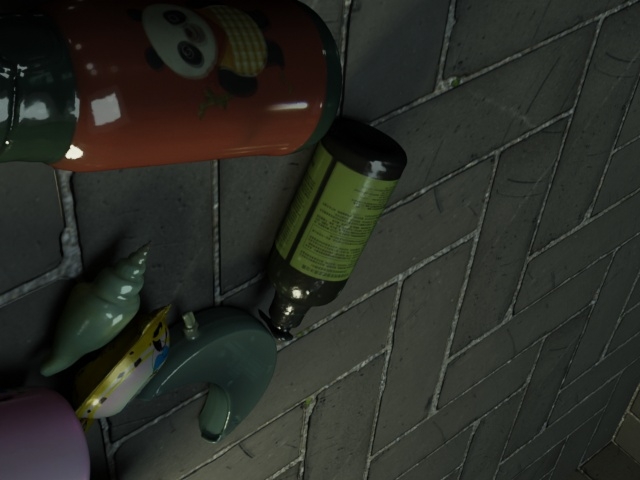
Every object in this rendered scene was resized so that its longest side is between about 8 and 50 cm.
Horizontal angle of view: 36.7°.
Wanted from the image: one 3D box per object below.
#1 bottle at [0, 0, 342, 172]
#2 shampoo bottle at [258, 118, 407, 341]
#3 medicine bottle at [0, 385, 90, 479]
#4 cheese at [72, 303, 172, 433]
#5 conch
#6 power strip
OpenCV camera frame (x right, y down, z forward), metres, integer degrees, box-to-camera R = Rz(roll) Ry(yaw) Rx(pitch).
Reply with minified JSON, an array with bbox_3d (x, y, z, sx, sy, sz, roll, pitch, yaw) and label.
[{"bbox_3d":[-0.145,-0.124,0.781,0.336,0.144,0.144,-13,135,-42],"label":"bottle"},{"bbox_3d":[0.000,0.000,1.133,0.101,0.101,0.284,-5,129,-48],"label":"shampoo bottle"},{"bbox_3d":[-0.358,0.227,0.902,0.254,0.152,0.152,-4,128,-47],"label":"medicine bottle"},{"bbox_3d":[-0.236,0.162,1.045,0.250,0.064,0.156,-47,180,23],"label":"cheese"},{"bbox_3d":[-0.225,0.065,0.982,0.065,0.088,0.180,39,103,-16],"label":"conch"},{"bbox_3d":[-0.136,0.156,1.188,0.167,0.054,0.253,-46,149,-9],"label":"power strip"}]
